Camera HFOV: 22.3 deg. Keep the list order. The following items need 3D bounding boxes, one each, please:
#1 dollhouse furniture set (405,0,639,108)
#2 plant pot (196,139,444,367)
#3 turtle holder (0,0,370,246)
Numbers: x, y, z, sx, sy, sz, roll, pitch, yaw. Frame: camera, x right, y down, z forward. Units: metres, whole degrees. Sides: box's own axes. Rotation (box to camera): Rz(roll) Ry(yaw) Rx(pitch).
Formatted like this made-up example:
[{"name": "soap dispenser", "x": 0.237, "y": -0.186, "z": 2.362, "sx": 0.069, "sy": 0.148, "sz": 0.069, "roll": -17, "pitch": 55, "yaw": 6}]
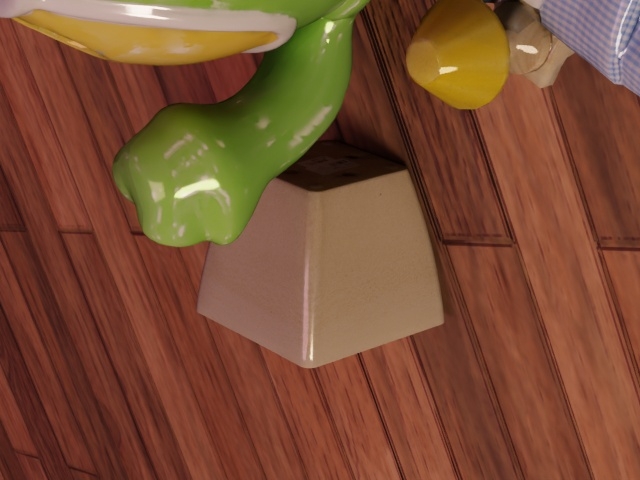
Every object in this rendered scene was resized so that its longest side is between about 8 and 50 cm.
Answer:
[{"name": "dollhouse furniture set", "x": 0.150, "y": -0.100, "z": 0.478, "sx": 0.286, "sy": 0.198, "sz": 0.303, "roll": 43, "pitch": 128, "yaw": 28}, {"name": "plant pot", "x": 0.000, "y": 0.000, "z": 0.945, "sx": 0.109, "sy": 0.109, "sz": 0.096, "roll": 23, "pitch": 119, "yaw": 46}, {"name": "turtle holder", "x": -0.084, "y": -0.182, "z": 0.796, "sx": 0.243, "sy": 0.227, "sz": 0.320, "roll": 42, "pitch": 143, "yaw": 28}]
